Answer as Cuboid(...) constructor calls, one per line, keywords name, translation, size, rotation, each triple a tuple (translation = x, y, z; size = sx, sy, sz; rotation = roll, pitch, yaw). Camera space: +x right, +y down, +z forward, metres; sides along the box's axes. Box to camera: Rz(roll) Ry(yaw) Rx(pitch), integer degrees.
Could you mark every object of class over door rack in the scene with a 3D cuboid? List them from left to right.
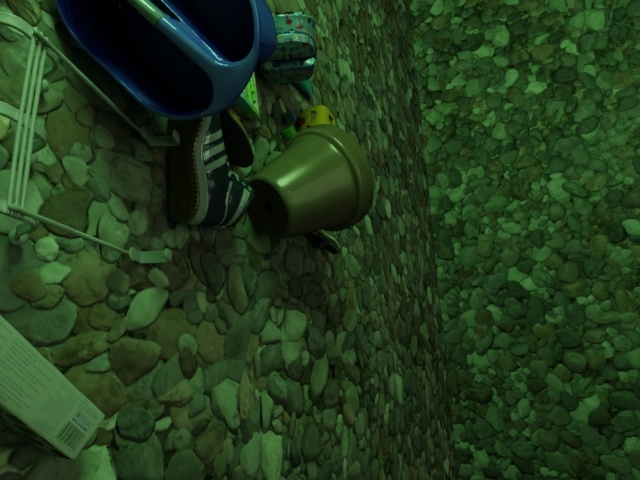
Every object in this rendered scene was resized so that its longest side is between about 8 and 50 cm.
Cuboid(name="over door rack", translation=(-0.336, -0.104, 0.605), size=(0.324, 0.108, 0.240), rotation=(38, 50, -69))

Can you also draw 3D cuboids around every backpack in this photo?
Cuboid(name="backpack", translation=(-0.082, -0.462, 1.025), size=(0.173, 0.158, 0.117), rotation=(-179, -98, -82))

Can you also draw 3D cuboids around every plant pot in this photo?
Cuboid(name="plant pot", translation=(-0.043, -0.114, 1.003), size=(0.229, 0.263, 0.263), rotation=(-32, 112, -39))

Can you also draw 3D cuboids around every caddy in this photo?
Cuboid(name="caddy", translation=(-0.228, -0.338, 0.635), size=(0.341, 0.241, 0.179), rotation=(44, 19, -2))

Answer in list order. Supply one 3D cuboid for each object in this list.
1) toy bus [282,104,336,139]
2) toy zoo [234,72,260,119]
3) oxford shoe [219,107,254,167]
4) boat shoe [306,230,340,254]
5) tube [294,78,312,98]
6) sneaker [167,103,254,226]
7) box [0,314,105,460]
Cuboid(name="toy bus", translation=(-0.004, -0.278, 1.203), size=(0.202, 0.104, 0.191), rotation=(68, 26, -11))
Cuboid(name="toy zoo", translation=(-0.187, -0.386, 0.889), size=(0.293, 0.030, 0.193), rotation=(16, 66, -82))
Cuboid(name="oxford shoe", translation=(-0.197, -0.254, 0.908), size=(0.076, 0.076, 0.212), rotation=(-76, 146, -53))
Cuboid(name="boat shoe", translation=(0.000, 0.000, 1.207), size=(0.152, 0.056, 0.049), rotation=(43, 51, -35))
Cuboid(name="tube", translation=(-0.070, -0.476, 1.215), size=(0.207, 0.052, 0.080), rotation=(11, 78, -65))
Cuboid(name="sneaker", translation=(-0.206, -0.161, 0.834), size=(0.153, 0.099, 0.282), rotation=(11, 77, -57))
Cuboid(name="box", translation=(-0.365, 0.131, 0.470), size=(0.067, 0.063, 0.324), rotation=(-67, 146, -45))
